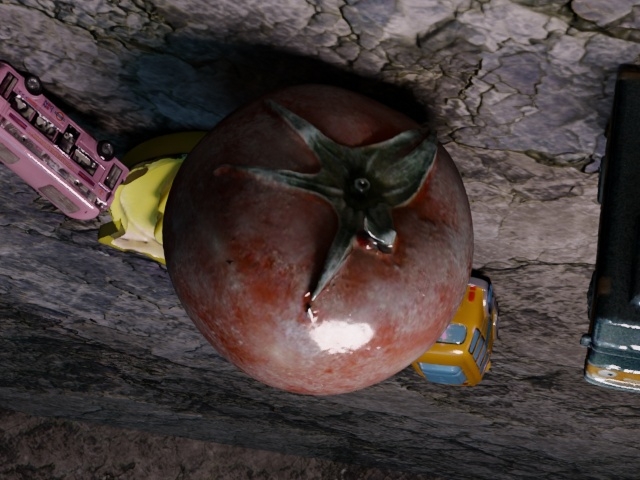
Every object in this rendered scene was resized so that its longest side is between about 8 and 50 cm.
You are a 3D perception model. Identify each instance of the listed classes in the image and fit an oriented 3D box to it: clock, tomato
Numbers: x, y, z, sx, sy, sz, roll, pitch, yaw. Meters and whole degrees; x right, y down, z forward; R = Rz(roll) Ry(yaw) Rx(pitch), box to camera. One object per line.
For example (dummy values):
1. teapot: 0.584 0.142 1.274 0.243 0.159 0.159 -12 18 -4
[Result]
1. clock: -0.122 -0.043 1.571 0.277 0.071 0.293 25 145 -24
2. tomato: 0.000 0.000 1.286 0.317 0.316 0.282 16 151 -16

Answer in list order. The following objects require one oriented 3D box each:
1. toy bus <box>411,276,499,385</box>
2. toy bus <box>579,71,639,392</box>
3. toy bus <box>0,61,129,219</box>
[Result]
1. toy bus: 0.182 0.132 1.806 0.126 0.136 0.209 4 160 16
2. toy bus: 0.320 -0.007 1.174 0.139 0.275 0.167 7 158 10
3. toy bus: -0.309 -0.108 1.425 0.063 0.090 0.203 -12 136 44
